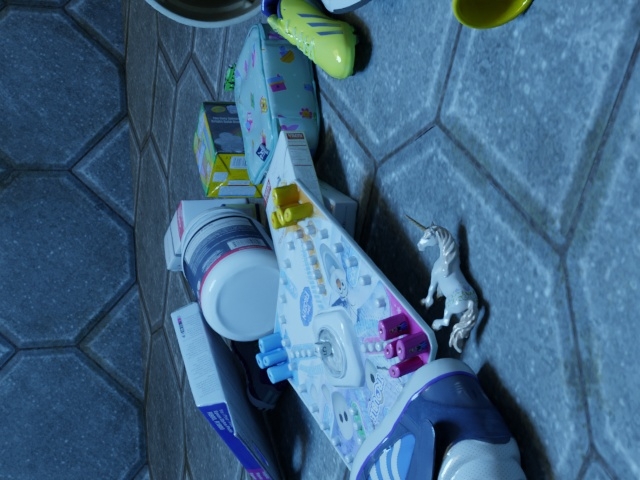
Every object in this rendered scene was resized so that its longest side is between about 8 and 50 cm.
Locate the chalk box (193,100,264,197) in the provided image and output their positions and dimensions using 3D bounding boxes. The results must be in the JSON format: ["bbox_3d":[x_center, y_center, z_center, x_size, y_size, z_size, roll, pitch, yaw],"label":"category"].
[{"bbox_3d":[-0.191,-0.208,1.973,0.132,0.132,0.213,110,152,-43],"label":"chalk box"}]

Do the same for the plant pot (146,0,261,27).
[{"bbox_3d":[-0.227,-0.608,1.845,0.305,0.333,0.334,-115,29,-69],"label":"plant pot"}]

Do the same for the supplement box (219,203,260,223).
[{"bbox_3d":[-0.177,-0.032,2.011,0.056,0.083,0.083,135,131,-63],"label":"supplement box"}]

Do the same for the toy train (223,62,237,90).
[{"bbox_3d":[-0.209,-0.381,2.161,0.083,0.023,0.017,112,149,-47],"label":"toy train"}]

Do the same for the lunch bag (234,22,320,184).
[{"bbox_3d":[-0.089,-0.244,1.731,0.224,0.107,0.279,136,130,-62],"label":"lunch bag"}]

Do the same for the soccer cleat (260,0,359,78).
[{"bbox_3d":[-0.022,-0.339,1.529,0.289,0.121,0.093,-120,36,-52],"label":"soccer cleat"}]

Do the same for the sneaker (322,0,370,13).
[{"bbox_3d":[0.002,-0.451,1.378,0.178,0.124,0.295,50,179,-29],"label":"sneaker"}]

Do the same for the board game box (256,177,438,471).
[{"bbox_3d":[0.016,0.168,1.396,0.390,0.050,0.390,50,144,41],"label":"board game box"}]

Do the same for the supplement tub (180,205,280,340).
[{"bbox_3d":[-0.168,0.059,1.840,0.272,0.191,0.191,-130,43,-59],"label":"supplement tub"}]

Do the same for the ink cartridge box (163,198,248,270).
[{"bbox_3d":[-0.262,-0.012,2.131,0.218,0.158,0.092,128,135,-59],"label":"ink cartridge box"}]

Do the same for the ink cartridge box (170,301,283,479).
[{"bbox_3d":[-0.175,0.336,1.831,0.324,0.071,0.330,65,-178,-46],"label":"ink cartridge box"}]

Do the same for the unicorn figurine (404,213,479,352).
[{"bbox_3d":[0.159,0.053,1.178,0.162,0.060,0.111,51,140,34],"label":"unicorn figurine"}]

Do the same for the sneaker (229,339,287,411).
[{"bbox_3d":[-0.118,0.237,1.914,0.098,0.083,0.224,-51,46,31],"label":"sneaker"}]

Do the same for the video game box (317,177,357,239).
[{"bbox_3d":[0.000,0.000,1.598,0.205,0.048,0.187,-143,57,-64],"label":"video game box"}]

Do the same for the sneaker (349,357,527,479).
[{"bbox_3d":[0.140,0.328,1.122,0.236,0.130,0.323,-109,32,-49],"label":"sneaker"}]

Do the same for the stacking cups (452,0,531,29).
[{"bbox_3d":[0.155,-0.389,1.093,0.096,0.096,0.316,115,147,-49],"label":"stacking cups"}]

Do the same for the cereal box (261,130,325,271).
[{"bbox_3d":[-0.042,-0.042,1.570,0.173,0.047,0.240,114,147,-51],"label":"cereal box"}]
